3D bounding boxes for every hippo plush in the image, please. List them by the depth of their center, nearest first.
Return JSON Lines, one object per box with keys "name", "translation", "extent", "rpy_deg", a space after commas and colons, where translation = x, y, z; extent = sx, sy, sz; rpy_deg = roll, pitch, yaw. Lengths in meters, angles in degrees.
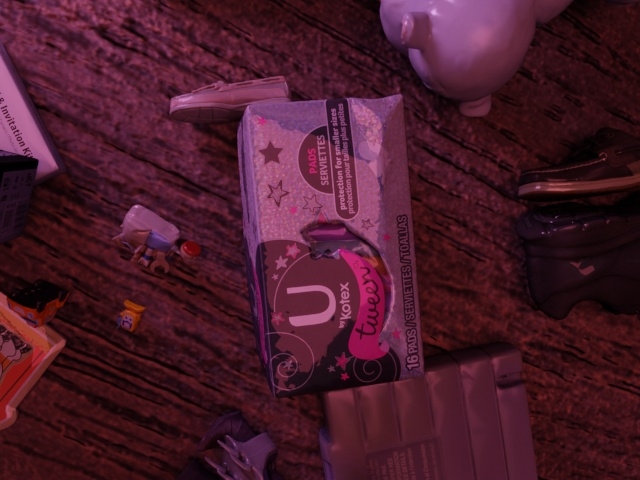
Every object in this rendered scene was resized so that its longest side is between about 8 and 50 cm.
{"name": "hippo plush", "translation": [0.191, -0.228, 0.599], "extent": [0.234, 0.294, 0.237], "rpy_deg": [24, 112, -40]}

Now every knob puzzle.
{"name": "knob puzzle", "translation": [-0.381, 0.124, 0.626], "extent": [0.213, 0.030, 0.213], "rpy_deg": [-1, 95, -9]}

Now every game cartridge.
{"name": "game cartridge", "translation": [0.128, 0.305, 0.704], "extent": [0.230, 0.068, 0.355], "rpy_deg": [-9, 96, -4]}

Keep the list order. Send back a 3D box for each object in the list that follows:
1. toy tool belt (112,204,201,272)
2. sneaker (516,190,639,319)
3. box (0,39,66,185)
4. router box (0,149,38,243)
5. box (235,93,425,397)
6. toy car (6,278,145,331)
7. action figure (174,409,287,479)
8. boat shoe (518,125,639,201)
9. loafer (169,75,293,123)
{"name": "toy tool belt", "translation": [-0.166, 0.006, 0.645], "extent": [0.083, 0.052, 0.051], "rpy_deg": [33, 120, -7]}
{"name": "sneaker", "translation": [0.356, 0.014, 0.704], "extent": [0.286, 0.109, 0.130], "rpy_deg": [-7, 105, -1]}
{"name": "box", "translation": [-0.363, -0.093, 0.608], "extent": [0.186, 0.038, 0.145], "rpy_deg": [-25, 98, -7]}
{"name": "router box", "translation": [-0.366, -0.048, 0.435], "extent": [0.242, 0.309, 0.081], "rpy_deg": [14, 96, -10]}
{"name": "box", "translation": [0.000, 0.000, 0.606], "extent": [0.142, 0.163, 0.248], "rpy_deg": [-7, 95, -10]}
{"name": "toy car", "translation": [-0.242, 0.077, 0.630], "extent": [0.122, 0.060, 0.041], "rpy_deg": [18, 109, -7]}
{"name": "action figure", "translation": [-0.016, 0.301, 0.626], "extent": [0.285, 0.099, 0.185], "rpy_deg": [34, 101, 10]}
{"name": "boat shoe", "translation": [0.313, -0.087, 0.695], "extent": [0.223, 0.080, 0.074], "rpy_deg": [-8, 90, -13]}
{"name": "loafer", "translation": [-0.090, -0.144, 0.647], "extent": [0.125, 0.045, 0.039], "rpy_deg": [-5, 78, -15]}
